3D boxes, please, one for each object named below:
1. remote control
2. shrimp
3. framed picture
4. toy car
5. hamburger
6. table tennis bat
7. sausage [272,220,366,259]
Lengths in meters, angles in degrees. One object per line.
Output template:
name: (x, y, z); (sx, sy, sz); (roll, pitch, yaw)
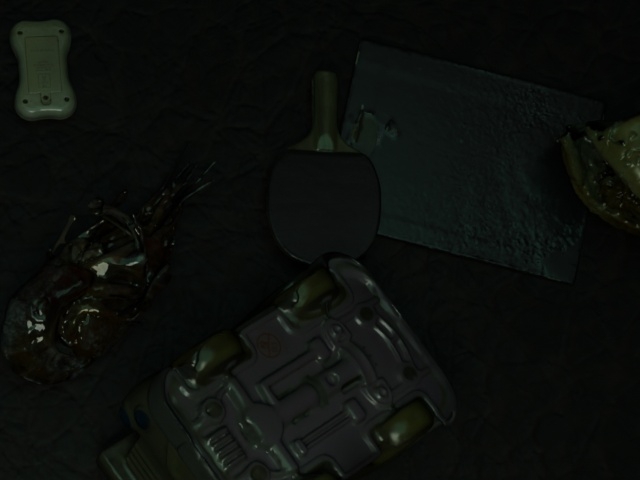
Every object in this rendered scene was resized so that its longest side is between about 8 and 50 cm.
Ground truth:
remote control: (-0.327, -0.201, 1.969); (0.074, 0.032, 0.122); (-3, 78, -11)
shrimp: (-0.239, 0.016, 1.893); (0.145, 0.116, 0.343); (46, 69, -22)
framed picture: (0.180, -0.098, 2.046); (0.324, 0.013, 0.244); (14, 75, -6)
toy car: (-0.050, 0.198, 1.854); (0.336, 0.226, 0.242); (-32, 83, -42)
hamburger: (0.447, -0.083, 2.005); (0.288, 0.167, 0.192); (-11, 79, -17)
table tennis bat: (0.004, -0.086, 1.990); (0.138, 0.022, 0.246); (3, 72, -10)
sausage: (0.000, 0.000, 1.984); (0.116, 0.026, 0.026); (14, 75, -7)
